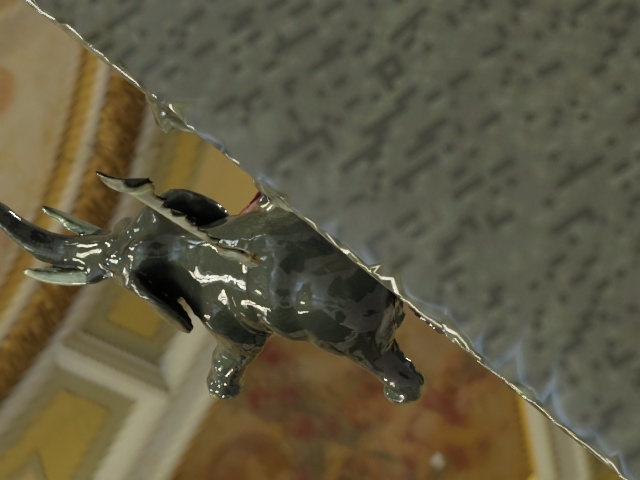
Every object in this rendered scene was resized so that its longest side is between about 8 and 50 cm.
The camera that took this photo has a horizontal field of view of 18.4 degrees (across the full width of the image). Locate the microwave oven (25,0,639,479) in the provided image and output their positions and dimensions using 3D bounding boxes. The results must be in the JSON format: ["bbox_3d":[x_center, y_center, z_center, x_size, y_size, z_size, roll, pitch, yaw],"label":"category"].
[{"bbox_3d":[0.144,-0.089,0.641,0.374,0.432,0.236,-51,-17,-1],"label":"microwave oven"}]

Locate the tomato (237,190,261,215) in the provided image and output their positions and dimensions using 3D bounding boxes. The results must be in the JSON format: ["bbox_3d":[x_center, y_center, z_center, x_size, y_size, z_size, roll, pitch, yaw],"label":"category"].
[{"bbox_3d":[0.000,0.000,1.485,0.099,0.173,0.189,49,-132,-17],"label":"tomato"}]

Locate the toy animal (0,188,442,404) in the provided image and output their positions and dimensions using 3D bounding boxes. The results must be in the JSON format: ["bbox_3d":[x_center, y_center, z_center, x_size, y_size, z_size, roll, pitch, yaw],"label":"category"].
[{"bbox_3d":[-0.056,0.027,1.125,0.137,0.270,0.082,74,-152,-55],"label":"toy animal"}]
